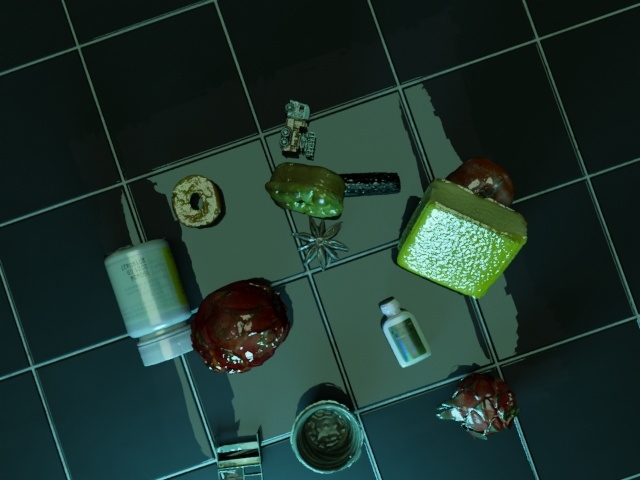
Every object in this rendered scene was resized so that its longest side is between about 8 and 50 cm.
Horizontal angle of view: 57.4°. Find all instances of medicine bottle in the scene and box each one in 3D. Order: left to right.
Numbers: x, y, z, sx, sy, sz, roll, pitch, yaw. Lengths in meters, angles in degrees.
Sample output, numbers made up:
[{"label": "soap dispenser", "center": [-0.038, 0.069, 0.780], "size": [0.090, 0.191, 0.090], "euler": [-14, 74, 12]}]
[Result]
[{"label": "medicine bottle", "center": [-0.543, 0.195, 1.895], "size": [0.214, 0.213, 0.378], "euler": [-19, 89, 0]}, {"label": "medicine bottle", "center": [0.273, 0.301, 1.945], "size": [0.115, 0.078, 0.219], "euler": [-26, 89, 2]}]

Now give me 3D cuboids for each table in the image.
[{"label": "table", "center": [-0.268, 0.732, 1.951], "size": [0.146, 0.062, 0.175], "euler": [-7, 87, 1]}]

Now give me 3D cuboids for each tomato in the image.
[{"label": "tomato", "center": [0.510, -0.157, 1.899], "size": [0.232, 0.188, 0.231], "euler": [-1, 121, -1]}]

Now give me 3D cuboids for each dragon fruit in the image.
[{"label": "dragon fruit", "center": [-0.250, 0.271, 1.847], "size": [0.302, 0.295, 0.295], "euler": [-27, 88, 11]}, {"label": "dragon fruit", "center": [0.510, 0.529, 1.887], "size": [0.274, 0.192, 0.193], "euler": [-8, 45, 34]}]

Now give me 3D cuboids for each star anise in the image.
[{"label": "star anise", "center": [0.000, 0.000, 1.967], "size": [0.195, 0.065, 0.182], "euler": [-39, 84, 4]}]

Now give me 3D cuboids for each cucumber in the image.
[{"label": "cucumber", "center": [0.164, -0.193, 1.967], "size": [0.212, 0.062, 0.077], "euler": [-3, 88, 1]}]

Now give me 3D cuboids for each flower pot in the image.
[{"label": "flower pot", "center": [0.021, 0.625, 1.910], "size": [0.236, 0.140, 0.235], "euler": [0, 90, 0]}]

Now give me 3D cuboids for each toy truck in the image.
[{"label": "toy truck", "center": [-0.073, -0.375, 1.968], "size": [0.115, 0.080, 0.177], "euler": [8, 90, -4]}]

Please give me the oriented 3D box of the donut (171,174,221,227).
[{"label": "donut", "center": [-0.417, -0.131, 1.976], "size": [0.162, 0.065, 0.178], "euler": [-5, 87, -4]}]

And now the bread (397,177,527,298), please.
[{"label": "bread", "center": [0.431, 0.003, 1.832], "size": [0.324, 0.333, 0.143], "euler": [24, 48, 3]}]

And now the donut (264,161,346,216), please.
[{"label": "donut", "center": [-0.042, -0.162, 1.895], "size": [0.262, 0.208, 0.128], "euler": [13, 77, 21]}]
